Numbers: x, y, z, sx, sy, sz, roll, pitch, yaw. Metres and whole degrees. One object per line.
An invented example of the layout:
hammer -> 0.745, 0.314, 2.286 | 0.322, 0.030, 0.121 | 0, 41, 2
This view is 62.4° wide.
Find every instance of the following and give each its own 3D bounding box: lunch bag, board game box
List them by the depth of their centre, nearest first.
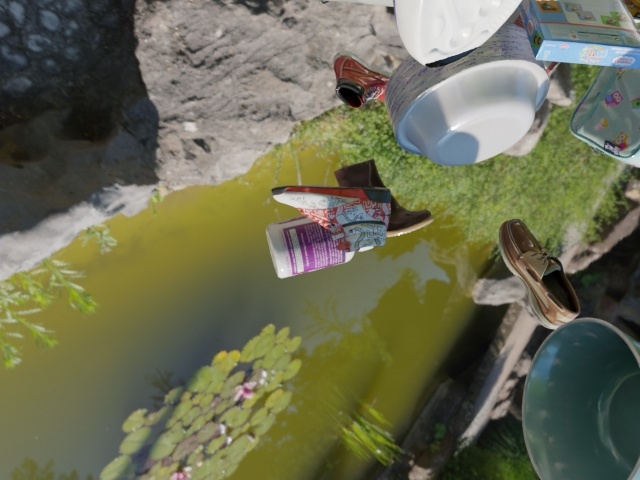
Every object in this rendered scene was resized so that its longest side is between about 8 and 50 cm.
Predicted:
board game box -> 0.401, -0.356, 0.834 | 0.039, 0.160, 0.212 | 97, -3, -54
lunch bag -> 0.714, -0.320, 1.205 | 0.107, 0.224, 0.279 | 6, 121, -35

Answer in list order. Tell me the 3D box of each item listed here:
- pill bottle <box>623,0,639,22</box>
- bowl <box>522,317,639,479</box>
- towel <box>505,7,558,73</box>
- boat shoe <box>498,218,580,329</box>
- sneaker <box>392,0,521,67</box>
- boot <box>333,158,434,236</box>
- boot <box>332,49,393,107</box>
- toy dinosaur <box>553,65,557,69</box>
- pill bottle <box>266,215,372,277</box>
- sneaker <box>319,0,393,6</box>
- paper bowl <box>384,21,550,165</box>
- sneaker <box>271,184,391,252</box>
pill bottle -> 0.741, -0.569, 1.171 | 0.117, 0.117, 0.215 | -58, 170, 4
bowl -> 0.511, 0.304, 0.920 | 0.163, 0.311, 0.312 | 15, 114, -11
towel -> 0.336, -0.447, 1.034 | 0.037, 0.329, 0.237 | -50, 175, 5
boat shoe -> 0.605, 0.076, 1.443 | 0.123, 0.324, 0.116 | -19, 164, -24
sneaker -> 0.077, -0.329, 0.401 | 0.130, 0.236, 0.323 | -22, 149, -14
boot -> 0.160, -0.114, 1.396 | 0.090, 0.248, 0.207 | -26, 104, -62
boot -> 0.141, -0.404, 1.467 | 0.244, 0.176, 0.088 | 19, 139, -27
toy dinosaur -> 0.637, -0.550, 1.485 | 0.121, 0.160, 0.313 | -13, 157, -6
pill bottle -> 0.000, 0.000, 1.586 | 0.301, 0.169, 0.169 | -13, 137, -9
sneaker -> 0.034, -0.346, 0.665 | 0.108, 0.271, 0.100 | 123, -20, -69
paper bowl -> 0.269, -0.242, 0.965 | 0.284, 0.148, 0.284 | -12, 160, -4
sneaker -> 0.019, -0.049, 1.176 | 0.090, 0.270, 0.145 | -44, 136, -78
